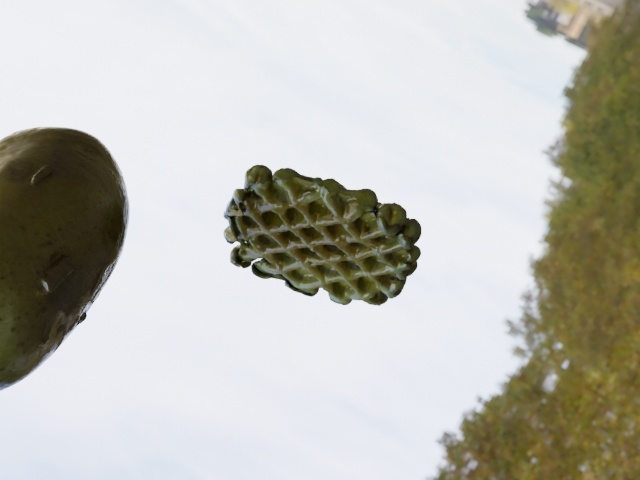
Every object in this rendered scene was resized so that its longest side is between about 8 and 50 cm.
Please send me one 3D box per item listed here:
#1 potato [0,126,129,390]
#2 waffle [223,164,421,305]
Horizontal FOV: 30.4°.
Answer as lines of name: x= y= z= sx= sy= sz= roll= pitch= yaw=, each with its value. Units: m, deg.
potato: x=-0.241 y=0.016 z=0.901 sx=0.148 sy=0.197 sz=0.228 roll=36 pitch=-155 yaw=-13
waffle: x=0.000 y=0.000 z=1.071 sx=0.183 sy=0.169 sz=0.036 roll=19 pitch=-126 yaw=-1
